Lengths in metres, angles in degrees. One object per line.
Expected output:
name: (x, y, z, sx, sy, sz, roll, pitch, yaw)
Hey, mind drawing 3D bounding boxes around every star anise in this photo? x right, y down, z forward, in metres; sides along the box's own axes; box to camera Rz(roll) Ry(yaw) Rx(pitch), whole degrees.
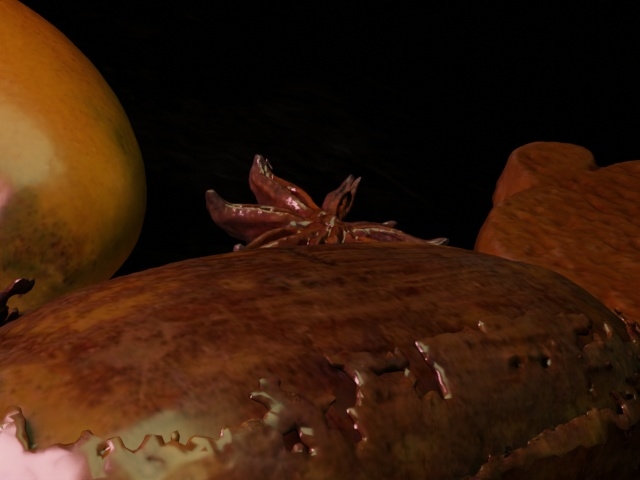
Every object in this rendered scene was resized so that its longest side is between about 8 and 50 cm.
star anise: (-0.002, 0.001, 0.976, 0.141, 0.042, 0.141, 14, 25, -6)

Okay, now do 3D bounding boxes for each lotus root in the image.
lotus root: (-0.021, 0.094, 0.602, 0.196, 0.179, 0.397, 10, 13, 37)

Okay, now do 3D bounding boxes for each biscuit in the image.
biscuit: (0.241, 0.036, 0.998, 0.394, 0.070, 0.350, -10, 30, -44)

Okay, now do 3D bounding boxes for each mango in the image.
mango: (-0.189, -0.055, 0.888, 0.254, 0.139, 0.175, 32, 44, 19)
